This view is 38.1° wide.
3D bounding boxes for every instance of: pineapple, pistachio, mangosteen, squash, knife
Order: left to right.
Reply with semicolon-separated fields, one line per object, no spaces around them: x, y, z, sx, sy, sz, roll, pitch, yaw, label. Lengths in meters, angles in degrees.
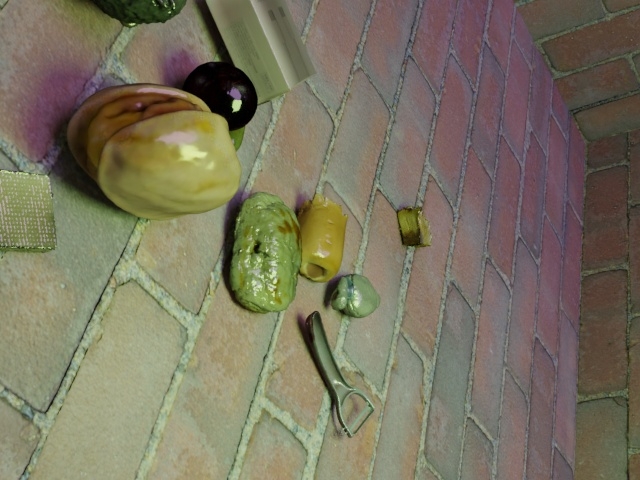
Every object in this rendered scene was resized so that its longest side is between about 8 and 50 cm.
-0.262;-0.140;1.536;0.308;0.229;0.230;11;68;-52;pistachio
-0.196;-0.263;1.767;0.152;0.152;0.153;30;52;-50;mangosteen
-0.174;-0.240;1.870;0.052;0.052;0.184;47;37;-38;squash
0.022;0.277;1.959;0.123;0.053;0.278;-45;115;-51;knife
0.256;-0.022;2.452;0.137;0.069;0.116;57;35;-31;pineapple

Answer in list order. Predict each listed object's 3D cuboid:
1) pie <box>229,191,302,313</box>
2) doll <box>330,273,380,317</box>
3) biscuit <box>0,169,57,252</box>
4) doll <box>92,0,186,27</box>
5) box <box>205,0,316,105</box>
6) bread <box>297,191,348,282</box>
-0.095;0.027;1.840;0.201;0.089;0.248;36;52;-51;pie
0.084;0.125;2.105;0.214;0.071;0.104;1;78;-62;doll
-0.465;-0.044;1.318;0.199;0.040;0.121;5;75;-56;biscuit
-0.351;-0.520;1.538;0.350;0.247;0.247;57;35;-22;doll
-0.123;-0.427;1.952;0.252;0.106;0.203;65;23;-11;box
0.002;0.000;2.012;0.134;0.085;0.173;42;43;-42;bread
